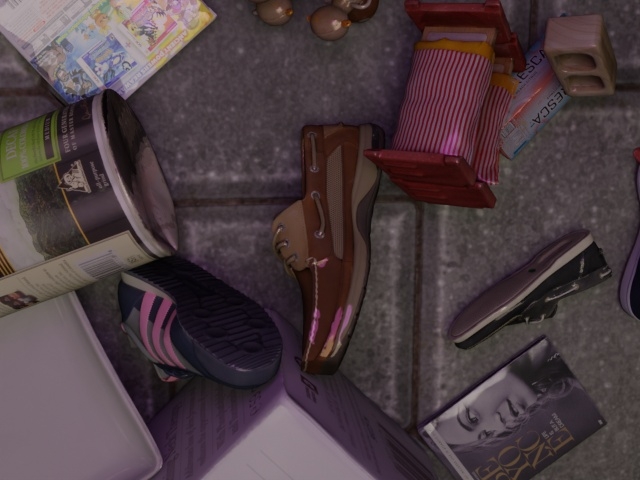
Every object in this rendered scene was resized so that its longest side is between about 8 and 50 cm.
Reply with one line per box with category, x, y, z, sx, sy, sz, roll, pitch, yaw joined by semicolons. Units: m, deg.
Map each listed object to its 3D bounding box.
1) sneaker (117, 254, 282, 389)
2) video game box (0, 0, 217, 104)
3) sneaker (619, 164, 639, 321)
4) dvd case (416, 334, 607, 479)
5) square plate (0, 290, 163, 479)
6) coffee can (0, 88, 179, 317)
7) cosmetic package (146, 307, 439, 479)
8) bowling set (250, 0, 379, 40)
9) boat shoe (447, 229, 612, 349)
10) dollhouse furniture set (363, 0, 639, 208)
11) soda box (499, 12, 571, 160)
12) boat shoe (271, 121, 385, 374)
sneaker;-0.143;0.120;1.083;0.112;0.319;0.131;-6;111;-31
video game box;-0.259;-0.269;1.102;0.205;0.048;0.187;-41;102;4
sneaker;0.470;-0.014;1.189;0.099;0.153;0.282;6;102;-8
dvd case;0.268;0.258;1.298;0.221;0.018;0.164;-36;104;3
square plate;-0.394;0.224;1.118;0.347;0.049;0.344;-35;67;2
coffee can;-0.327;-0.030;1.056;0.275;0.201;0.202;-20;104;4
cosmetic package;-0.079;0.361;1.121;0.393;0.329;0.327;-45;104;4
bowling set;-0.005;-0.283;1.051;0.154;0.287;0.200;-54;134;-12
boat shoe;0.276;0.080;1.224;0.233;0.084;0.079;-34;104;-1
dollhouse furniture set;0.262;-0.145;1.019;0.374;0.152;0.201;6;75;29
soda box;0.271;-0.191;1.164;0.183;0.063;0.058;-47;134;5
boat shoe;0.000;0.000;1.108;0.119;0.122;0.324;10;62;-2
